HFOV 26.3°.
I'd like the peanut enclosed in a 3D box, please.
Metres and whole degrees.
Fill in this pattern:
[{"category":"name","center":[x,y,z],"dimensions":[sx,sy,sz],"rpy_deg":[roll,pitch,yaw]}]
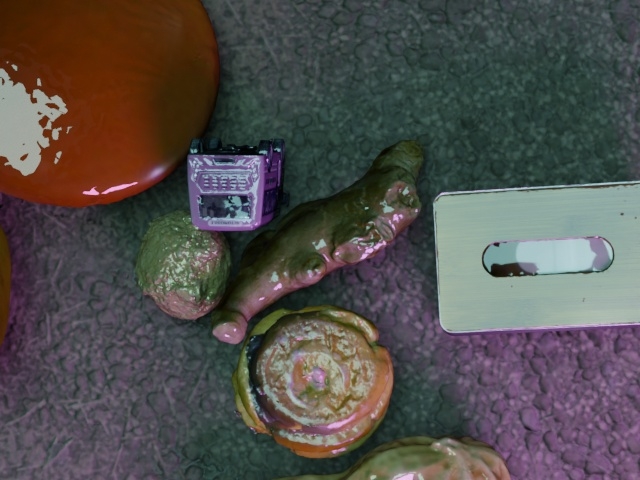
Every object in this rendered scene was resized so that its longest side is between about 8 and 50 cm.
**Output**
[{"category":"peanut","center":[0.055,0.305,1.542],"dimensions":[0.325,0.153,0.140],"rpy_deg":[-12,41,2]}]

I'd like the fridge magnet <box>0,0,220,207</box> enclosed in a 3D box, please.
[{"category":"fridge magnet","center":[-0.297,-0.207,1.597],"dimensions":[0.364,0.155,0.363],"rpy_deg":[5,70,-15]}]

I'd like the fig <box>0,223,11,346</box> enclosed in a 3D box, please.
[{"category":"fig","center":[-0.511,0.022,1.542],"dimensions":[0.343,0.343,0.343],"rpy_deg":[-1,83,5]}]

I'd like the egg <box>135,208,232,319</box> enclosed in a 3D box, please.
[{"category":"egg","center":[-0.161,0.029,1.612],"dimensions":[0.116,0.118,0.140],"rpy_deg":[-14,59,-13]}]

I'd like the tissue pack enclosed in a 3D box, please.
[{"category":"tissue pack","center":[0.255,0.027,1.563],"dimensions":[0.246,0.136,0.159],"rpy_deg":[-4,82,4]}]

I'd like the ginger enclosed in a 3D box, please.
[{"category":"ginger","center":[0.002,-0.001,1.597],"dimensions":[0.333,0.166,0.080],"rpy_deg":[-38,114,-5]}]

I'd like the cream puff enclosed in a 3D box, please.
[{"category":"cream puff","center":[-0.010,0.165,1.575],"dimensions":[0.189,0.129,0.189],"rpy_deg":[0,72,0]}]

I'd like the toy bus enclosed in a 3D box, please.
[{"category":"toy bus","center":[-0.093,-0.064,1.579],"dimensions":[0.096,0.199,0.108],"rpy_deg":[1,94,6]}]
